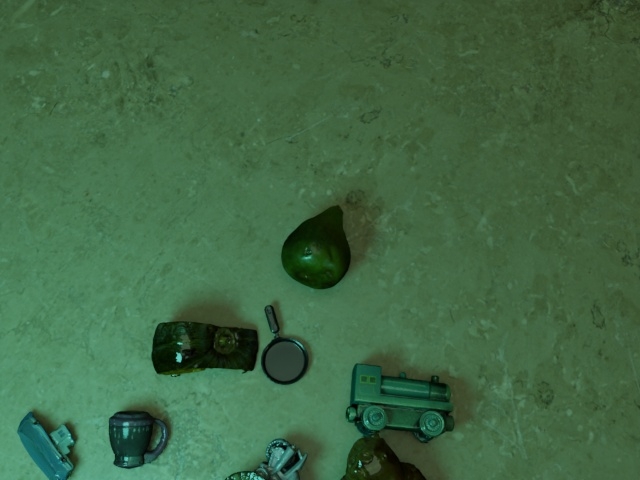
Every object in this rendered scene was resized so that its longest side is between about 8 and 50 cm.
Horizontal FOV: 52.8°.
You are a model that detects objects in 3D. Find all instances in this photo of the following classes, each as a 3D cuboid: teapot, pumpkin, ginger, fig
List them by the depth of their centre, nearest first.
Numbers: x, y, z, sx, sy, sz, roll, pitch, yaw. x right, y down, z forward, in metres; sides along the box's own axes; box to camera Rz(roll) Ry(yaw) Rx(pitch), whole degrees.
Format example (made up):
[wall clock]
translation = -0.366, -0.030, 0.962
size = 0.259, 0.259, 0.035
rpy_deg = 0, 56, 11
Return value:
[ginger]
translation = 0.135, 0.705, 1.674
size = 0.274, 0.152, 0.357
rpy_deg = 36, 74, -22
[teapot]
translation = -0.497, 0.532, 1.724
size = 0.116, 0.148, 0.146
rpy_deg = -3, 81, 33
[pumpkin]
translation = -0.336, 0.309, 1.811
size = 0.281, 0.190, 0.139
rpy_deg = 18, 63, -44
[fig]
translation = 0.000, 0.000, 1.899
size = 0.206, 0.206, 0.275
rpy_deg = 17, 57, 2

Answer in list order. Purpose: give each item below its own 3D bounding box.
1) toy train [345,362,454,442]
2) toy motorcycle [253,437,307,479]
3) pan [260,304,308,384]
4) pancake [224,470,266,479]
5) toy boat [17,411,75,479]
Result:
[toy train]
translation = 0.221, 0.448, 1.782
size = 0.298, 0.120, 0.194
rpy_deg = 7, 63, -4
[toy motorcycle]
translation = -0.103, 0.663, 1.690
size = 0.171, 0.110, 0.260
rpy_deg = 20, 78, 4
[pan]
translation = -0.117, 0.299, 1.855
size = 0.136, 0.028, 0.235
rpy_deg = -15, 76, -9
[pancake]
translation = -0.180, 0.684, 1.638
size = 0.199, 0.021, 0.199
rpy_deg = 0, 90, 18
[toy boat]
translation = -0.716, 0.542, 1.716
size = 0.215, 0.088, 0.102
rpy_deg = 44, 40, 12
